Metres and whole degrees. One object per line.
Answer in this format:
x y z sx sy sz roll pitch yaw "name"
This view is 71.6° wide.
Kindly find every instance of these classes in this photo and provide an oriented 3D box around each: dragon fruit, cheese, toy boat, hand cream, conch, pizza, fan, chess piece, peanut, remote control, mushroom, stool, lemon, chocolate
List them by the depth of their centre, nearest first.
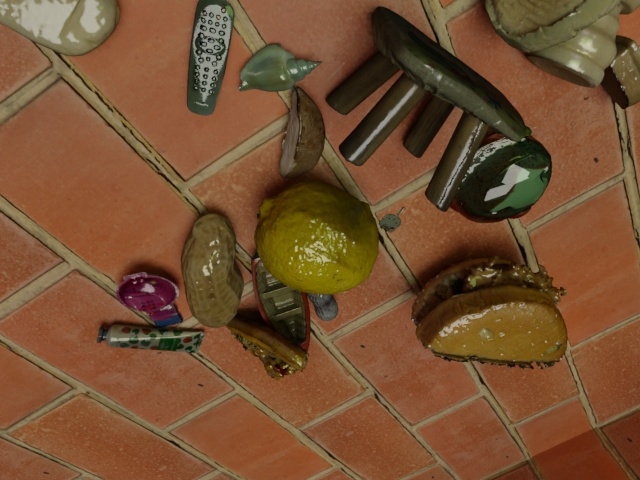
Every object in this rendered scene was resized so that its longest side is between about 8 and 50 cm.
-0.480 -0.426 0.741 0.263 0.093 0.159 29 116 -29 "cheese"
-0.221 -0.356 0.871 0.072 0.042 0.221 9 120 -18 "remote control"
0.190 -0.261 0.876 0.311 0.310 0.226 24 125 -24 "stool"
-0.085 -0.345 0.893 0.180 0.065 0.088 -12 127 3 "conch"
0.575 -0.480 0.893 0.167 0.167 0.299 18 114 -22 "chess piece"
-0.036 -0.227 0.978 0.094 0.072 0.209 -13 131 -37 "mushroom"
0.686 -0.373 1.008 0.061 0.116 0.188 -39 120 20 "toy boat"
0.000 0.000 1.025 0.322 0.268 0.268 22 117 -18 "lemon"
0.449 -0.157 1.102 0.296 0.130 0.268 -17 120 0 "dragon fruit"
-0.266 0.082 1.104 0.154 0.140 0.324 -9 123 -28 "peanut"
-0.438 0.158 1.164 0.155 0.062 0.244 -13 139 0 "cheese"
0.197 -0.058 1.184 0.056 0.004 0.083 28 114 -26 "fan"
-0.100 0.182 1.240 0.136 0.079 0.391 -16 124 -3 "toy boat"
-0.471 0.276 1.243 0.276 0.059 0.095 11 123 -24 "hand cream"
0.005 0.163 1.254 0.072 0.072 0.166 -21 128 3 "chocolate"
-0.170 0.309 1.278 0.251 0.074 0.287 38 148 2 "pizza"

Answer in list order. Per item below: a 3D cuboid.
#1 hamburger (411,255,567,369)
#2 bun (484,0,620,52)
0.494 0.169 1.239 0.446 0.268 0.286 10 123 -13 "hamburger"
0.438 -0.474 0.816 0.152 0.259 0.259 2 125 -34 "bun"
